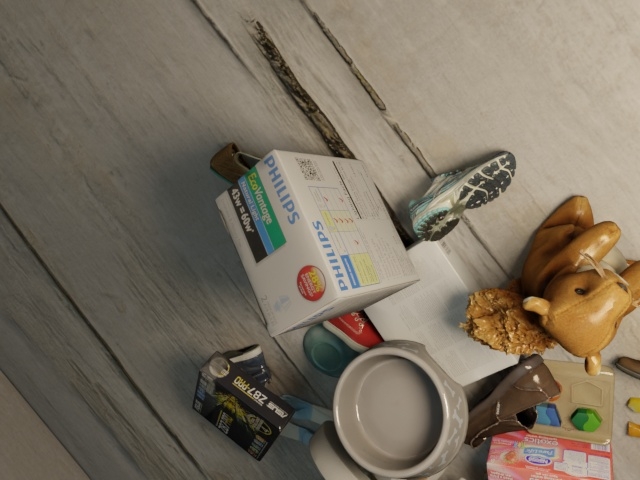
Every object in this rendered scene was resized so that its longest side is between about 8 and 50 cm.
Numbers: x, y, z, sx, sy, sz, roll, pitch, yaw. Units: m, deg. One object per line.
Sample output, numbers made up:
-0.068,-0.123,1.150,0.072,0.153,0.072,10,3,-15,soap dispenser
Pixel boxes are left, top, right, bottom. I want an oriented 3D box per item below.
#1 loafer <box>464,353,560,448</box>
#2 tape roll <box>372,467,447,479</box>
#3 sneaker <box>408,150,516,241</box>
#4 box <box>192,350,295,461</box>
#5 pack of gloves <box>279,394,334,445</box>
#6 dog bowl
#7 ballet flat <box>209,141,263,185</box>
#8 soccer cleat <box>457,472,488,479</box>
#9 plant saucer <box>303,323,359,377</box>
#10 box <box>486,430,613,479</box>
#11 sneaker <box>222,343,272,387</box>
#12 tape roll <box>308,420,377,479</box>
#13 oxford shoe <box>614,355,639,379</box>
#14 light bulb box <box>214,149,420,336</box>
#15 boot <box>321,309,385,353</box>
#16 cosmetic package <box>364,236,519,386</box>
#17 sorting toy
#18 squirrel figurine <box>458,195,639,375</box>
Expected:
0.480,0.448,1.414,0.130,0.133,0.366,50,136,28,loafer
0.237,0.573,1.531,0.169,0.246,0.246,41,131,46,tape roll
0.321,-0.129,1.291,0.283,0.122,0.110,-37,135,15,sneaker
-0.270,0.563,1.833,0.318,0.097,0.395,37,144,8,box
-0.059,0.631,1.856,0.231,0.046,0.195,14,116,21,pack of gloves
0.185,0.423,1.370,0.348,0.102,0.349,-6,78,28,dog bowl
-0.157,-0.155,1.536,0.342,0.116,0.124,40,104,10,ballet flat
0.381,0.767,1.558,0.116,0.331,0.143,117,135,-62,soccer cleat
0.026,0.351,1.695,0.194,0.037,0.195,10,115,23,plant saucer
0.607,0.617,1.449,0.299,0.154,0.142,-1,111,26,box
-0.266,0.453,1.858,0.226,0.086,0.164,-18,101,32,sneaker
0.133,0.688,1.594,0.392,0.392,0.072,40,92,6,tape roll
0.806,0.288,1.258,0.227,0.082,0.096,5,95,25,oxford shoe
0.000,0.000,1.301,0.225,0.361,0.358,-34,73,33,light bulb box
0.109,0.205,1.536,0.244,0.088,0.176,28,120,34,boot
0.294,0.199,1.434,0.284,0.097,0.377,-35,88,30,cosmetic package
0.679,0.421,1.391,0.307,0.041,0.229,1,112,27,sorting toy
0.507,0.143,1.157,0.281,0.370,0.397,48,124,0,squirrel figurine
